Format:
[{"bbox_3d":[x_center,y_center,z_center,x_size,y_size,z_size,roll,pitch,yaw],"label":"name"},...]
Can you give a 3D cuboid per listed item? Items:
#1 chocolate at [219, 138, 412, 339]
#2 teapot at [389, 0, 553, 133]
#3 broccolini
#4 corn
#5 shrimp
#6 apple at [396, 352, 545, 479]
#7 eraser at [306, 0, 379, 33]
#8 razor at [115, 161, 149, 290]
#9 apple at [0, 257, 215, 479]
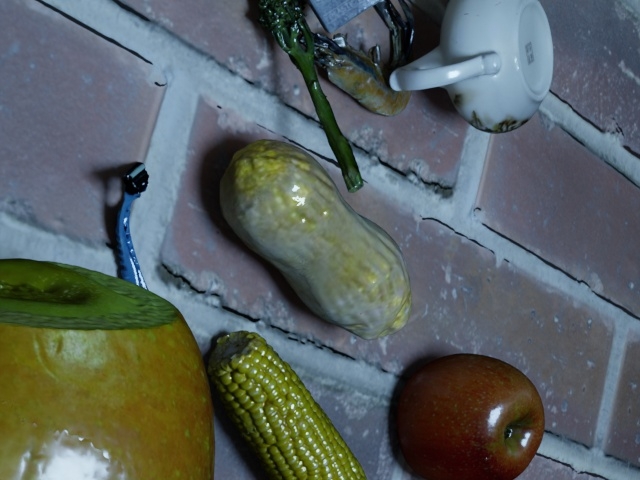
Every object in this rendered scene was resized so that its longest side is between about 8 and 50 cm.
[{"bbox_3d":[0.000,0.000,1.362,0.309,0.134,0.134,46,60,-34],"label":"chocolate"},{"bbox_3d":[0.208,-0.237,1.538,0.298,0.139,0.204,-23,111,-57],"label":"teapot"},{"bbox_3d":[-0.003,-0.177,1.333,0.071,0.057,0.254,-23,79,-14],"label":"broccolini"},{"bbox_3d":[-0.025,0.232,1.365,0.101,0.102,0.310,-50,127,-33],"label":"corn"},{"bbox_3d":[0.057,-0.242,1.467,0.219,0.046,0.152,21,78,-49],"label":"shrimp"},{"bbox_3d":[0.192,0.237,1.553,0.181,0.168,0.180,-11,106,-41],"label":"apple"},{"bbox_3d":[-0.010,-0.340,1.329,0.092,0.046,0.212,-34,108,3],"label":"eraser"},{"bbox_3d":[-0.180,0.049,1.235,0.082,0.042,0.253,-86,168,-75],"label":"razor"},{"bbox_3d":[-0.278,0.164,0.949,0.374,0.374,0.383,40,34,-41],"label":"apple"}]
